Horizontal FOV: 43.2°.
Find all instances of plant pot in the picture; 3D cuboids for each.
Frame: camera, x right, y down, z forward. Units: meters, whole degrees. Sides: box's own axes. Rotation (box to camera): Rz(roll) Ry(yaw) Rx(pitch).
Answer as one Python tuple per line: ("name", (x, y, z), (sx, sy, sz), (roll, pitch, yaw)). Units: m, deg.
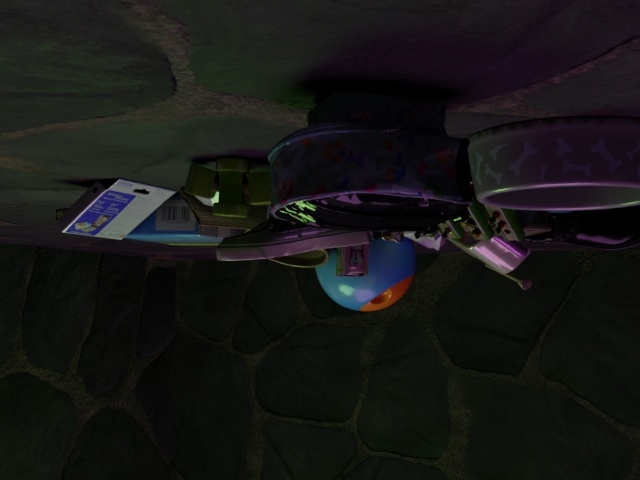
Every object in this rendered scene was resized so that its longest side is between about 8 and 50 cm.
("plant pot", (-0.080, -0.025, 2.183), (0.238, 0.109, 0.237), (14, 156, 6))

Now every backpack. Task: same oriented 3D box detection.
("backpack", (0.056, -0.098, 1.105), (0.254, 0.191, 0.225), (-5, 174, -20))

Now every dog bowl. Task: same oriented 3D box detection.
("dog bowl", (0.414, -0.117, 1.349), (0.349, 0.102, 0.349), (0, 174, 0))

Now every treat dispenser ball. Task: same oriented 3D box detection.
("treat dispenser ball", (0.128, 0.058, 2.302), (0.288, 0.288, 0.288), (1, 175, 0))

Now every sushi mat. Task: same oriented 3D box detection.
("sushi mat", (-0.183, -0.069, 1.972), (0.317, 0.019, 0.151), (5, -150, -38))

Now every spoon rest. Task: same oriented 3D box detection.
("spoon rest", (-0.203, -0.109, 1.760), (0.137, 0.084, 0.276), (4, -173, -21))

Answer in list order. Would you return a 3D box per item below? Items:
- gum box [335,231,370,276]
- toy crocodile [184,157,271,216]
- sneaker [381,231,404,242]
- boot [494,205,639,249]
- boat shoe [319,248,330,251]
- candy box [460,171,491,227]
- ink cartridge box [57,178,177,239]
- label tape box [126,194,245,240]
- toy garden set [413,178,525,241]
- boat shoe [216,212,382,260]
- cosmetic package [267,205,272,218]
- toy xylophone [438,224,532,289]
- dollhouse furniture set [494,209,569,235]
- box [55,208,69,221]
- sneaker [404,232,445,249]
("gum box", (0.079, 0.035, 2.007), (0.062, 0.107, 0.188), (2, 176, -5))
("toy crocodile", (-0.099, -0.099, 1.558), (0.341, 0.115, 0.105), (2, 180, 7))
("sneaker", (0.163, -0.014, 1.900), (0.035, 0.031, 0.083), (14, -179, 45))
("boot", (0.596, -0.049, 1.903), (0.348, 0.131, 0.260), (-1, 174, 26))
("boat shoe", (0.000, -0.002, 1.932), (0.048, 0.056, 0.153), (1, -176, 13))
("candy box", (0.316, -0.081, 1.715), (0.053, 0.109, 0.186), (0, 174, -1))
("ink cartridge box", (-0.479, -0.084, 1.917), (0.208, 0.045, 0.206), (-37, 159, 20))
("label tape box", (-0.349, -0.048, 2.173), (0.249, 0.115, 0.348), (0, 177, 20))
("toy garden set", (0.243, -0.063, 1.570), (0.244, 0.049, 0.203), (2, 142, 43))
("boat shoe", (-0.053, -0.052, 1.649), (0.341, 0.158, 0.127), (-9, -178, 4))
("cosmetic package", (0.080, -0.075, 1.911), (0.285, 0.097, 0.377), (2, 176, 22))
("toy xylophone", (0.386, 0.003, 1.927), (0.236, 0.081, 0.323), (33, -176, -29))
("dollhouse furniture set", (0.464, -0.076, 1.633), (0.184, 0.129, 0.129), (3, 174, -12))
("box", (-0.654, -0.072, 2.353), (0.207, 0.036, 0.114), (-2, 174, 29))
("sneaker", (0.274, -0.051, 2.211), (0.152, 0.114, 0.305), (14, 174, 15))
